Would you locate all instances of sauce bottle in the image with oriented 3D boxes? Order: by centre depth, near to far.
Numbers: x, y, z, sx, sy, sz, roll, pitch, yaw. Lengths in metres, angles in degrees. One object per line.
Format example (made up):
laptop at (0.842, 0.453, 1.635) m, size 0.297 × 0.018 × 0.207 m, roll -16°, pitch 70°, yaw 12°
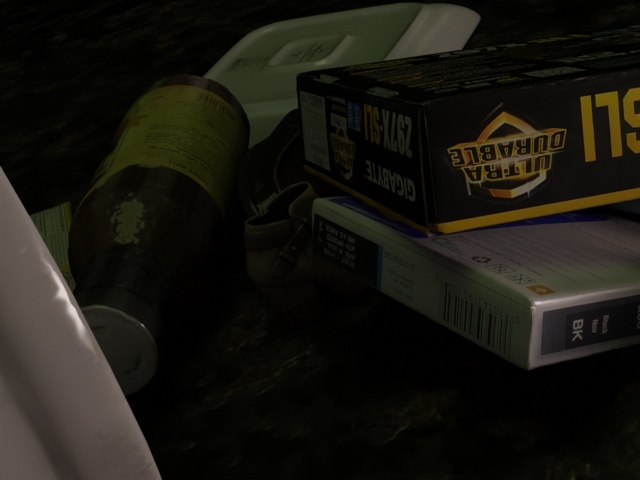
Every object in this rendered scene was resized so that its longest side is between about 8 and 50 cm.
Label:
sauce bottle at (-0.122, -0.015, 0.882) m, size 0.112 × 0.111 × 0.344 m, roll -12°, pitch 26°, yaw 10°

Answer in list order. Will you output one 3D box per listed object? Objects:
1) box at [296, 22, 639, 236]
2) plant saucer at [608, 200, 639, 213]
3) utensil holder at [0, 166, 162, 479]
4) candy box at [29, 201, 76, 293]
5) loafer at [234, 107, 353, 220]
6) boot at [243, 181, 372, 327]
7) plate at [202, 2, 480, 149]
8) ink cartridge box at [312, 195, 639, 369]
box at (0.171, -0.086, 0.763) m, size 0.322 × 0.079 × 0.257 m, roll -10°, pitch 12°, yaw -14°
plant saucer at (0.217, -0.035, 0.786) m, size 0.119 × 0.021 × 0.119 m, roll 4°, pitch 16°, yaw -1°
utensil holder at (-0.316, 0.097, 0.558) m, size 0.386 × 0.327 × 0.328 m, roll -30°, pitch 29°, yaw -19°
candy box at (-0.238, 0.033, 0.951) m, size 0.105 × 0.027 × 0.206 m, roll -18°, pitch 27°, yaw -6°
loafer at (-0.003, -0.058, 0.911) m, size 0.078 × 0.080 × 0.220 m, roll -21°, pitch 24°, yaw 22°
boot at (0.000, 0.000, 0.808) m, size 0.042 × 0.087 × 0.118 m, roll 10°, pitch 37°, yaw 45°
plate at (-0.008, -0.166, 1.174) m, size 0.278 × 0.045 × 0.277 m, roll -4°, pitch 30°, yaw 25°
ink cartridge box at (0.135, 0.009, 0.730) m, size 0.208 × 0.045 × 0.206 m, roll -8°, pitch 20°, yaw -32°
